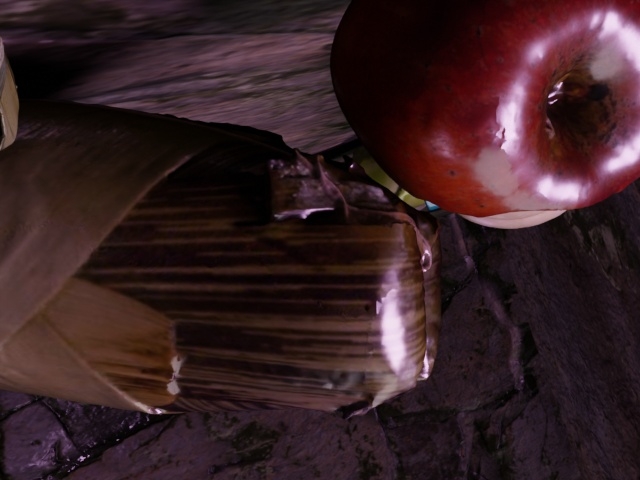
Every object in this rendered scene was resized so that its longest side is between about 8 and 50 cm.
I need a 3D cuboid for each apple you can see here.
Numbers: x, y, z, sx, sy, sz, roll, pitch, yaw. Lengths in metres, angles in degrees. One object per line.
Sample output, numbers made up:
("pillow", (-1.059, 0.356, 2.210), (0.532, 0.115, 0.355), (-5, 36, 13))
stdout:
("apple", (0.080, -0.093, 0.518), (0.156, 0.147, 0.158), (-50, -144, 1))

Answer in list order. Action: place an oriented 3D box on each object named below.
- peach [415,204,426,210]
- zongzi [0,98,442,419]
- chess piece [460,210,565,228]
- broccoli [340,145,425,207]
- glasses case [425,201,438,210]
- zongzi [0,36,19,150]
("peach", (0.128, -0.080, 1.512), (0.083, 0.083, 0.083), (-18, 176, -1))
("zongzi", (-0.125, 0.016, 0.462), (0.289, 0.154, 0.317), (7, -171, 31))
("chess piece", (0.135, -0.104, 0.798), (0.167, 0.167, 0.300), (-19, 169, 12))
("broccoli", (-0.004, -0.007, 1.286), (0.397, 0.275, 0.353), (-39, -167, 3))
("glasses case", (0.224, -0.133, 0.975), (0.301, 0.117, 0.070), (-19, 139, 10))
("zongzi", (-0.176, -0.074, 0.395), (0.109, 0.055, 0.119), (-6, 156, -10))
